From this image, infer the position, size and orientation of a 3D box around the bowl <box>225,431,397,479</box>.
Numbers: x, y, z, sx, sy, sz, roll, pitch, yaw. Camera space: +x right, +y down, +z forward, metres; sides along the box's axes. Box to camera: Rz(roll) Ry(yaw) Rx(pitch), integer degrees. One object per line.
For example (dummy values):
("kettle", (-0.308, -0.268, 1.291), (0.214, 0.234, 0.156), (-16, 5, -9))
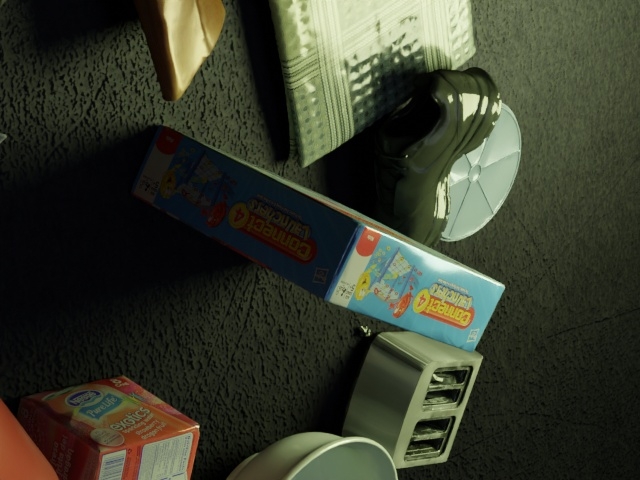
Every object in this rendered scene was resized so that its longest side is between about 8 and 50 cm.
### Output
("bowl", (-0.045, 0.362, 2.095), (0.298, 0.134, 0.297), (-27, 130, -37))

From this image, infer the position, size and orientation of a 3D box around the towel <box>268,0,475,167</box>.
("towel", (0.057, -0.283, 1.896), (0.312, 0.056, 0.324), (-35, 138, -27))

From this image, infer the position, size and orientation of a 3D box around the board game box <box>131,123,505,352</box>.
("board game box", (0.000, 0.000, 1.784), (0.308, 0.302, 0.086), (22, 95, -52))

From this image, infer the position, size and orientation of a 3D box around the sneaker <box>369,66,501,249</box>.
("sneaker", (0.109, -0.092, 2.012), (0.130, 0.109, 0.286), (4, 116, -45))

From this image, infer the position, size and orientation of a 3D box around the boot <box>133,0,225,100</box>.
("boot", (-0.184, -0.250, 1.556), (0.264, 0.096, 0.280), (-73, 160, -43))

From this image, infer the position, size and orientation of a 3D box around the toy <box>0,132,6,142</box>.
("toy", (-0.384, -0.065, 1.402), (0.137, 0.237, 0.056), (12, 60, -34))

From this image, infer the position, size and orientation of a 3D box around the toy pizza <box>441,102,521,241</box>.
("toy pizza", (0.196, -0.095, 2.179), (0.201, 0.032, 0.201), (-26, 129, -37))

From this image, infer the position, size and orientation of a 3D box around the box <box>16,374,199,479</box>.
("box", (-0.257, 0.320, 1.812), (0.154, 0.142, 0.299), (-10, 119, -47))

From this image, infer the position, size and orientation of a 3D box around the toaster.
("toaster", (0.120, 0.211, 2.215), (0.186, 0.110, 0.168), (3, 109, -50))

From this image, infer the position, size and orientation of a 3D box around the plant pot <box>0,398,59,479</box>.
("plant pot", (-0.379, 0.245, 1.547), (0.275, 0.275, 0.243), (-54, 151, -10))

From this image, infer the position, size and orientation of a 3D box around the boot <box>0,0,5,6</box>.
("boot", (-0.383, -0.260, 1.356), (0.222, 0.118, 0.338), (-60, 151, -14))
